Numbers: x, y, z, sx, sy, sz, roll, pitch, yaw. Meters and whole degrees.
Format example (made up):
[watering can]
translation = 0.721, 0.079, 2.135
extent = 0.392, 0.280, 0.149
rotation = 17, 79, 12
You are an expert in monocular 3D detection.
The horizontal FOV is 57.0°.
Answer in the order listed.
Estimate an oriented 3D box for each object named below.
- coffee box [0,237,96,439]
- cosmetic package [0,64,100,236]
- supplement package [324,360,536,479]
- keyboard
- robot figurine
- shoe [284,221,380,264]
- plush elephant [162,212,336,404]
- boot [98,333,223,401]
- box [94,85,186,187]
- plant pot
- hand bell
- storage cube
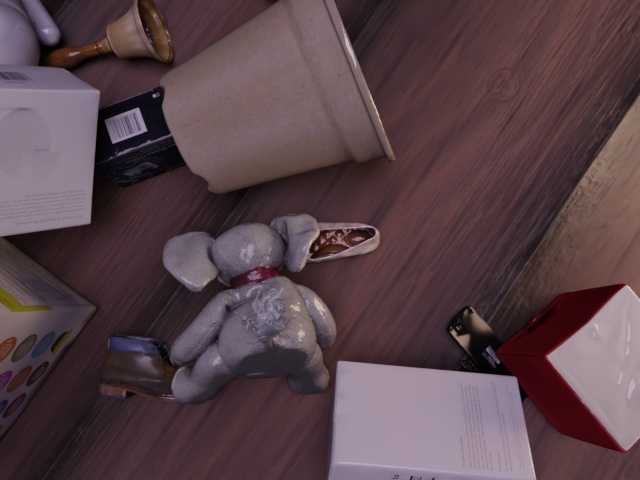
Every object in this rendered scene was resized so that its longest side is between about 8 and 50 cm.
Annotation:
[coffee box]
translation = -0.634, 0.145, 0.908
extent = 0.338, 0.334, 0.337
rotation = 35, 87, 5
[cosmetic package]
translation = -0.467, -0.134, 0.871
extent = 0.138, 0.224, 0.224
rotation = 32, 120, 36
[supplement package]
translation = 0.159, 0.323, 0.946
extent = 0.293, 0.175, 0.177
rotation = 6, 46, 0
[keyboard]
translation = 0.295, 0.219, 1.065
extent = 0.100, 0.038, 0.192
rotation = -38, 85, -27
[robot figurine]
translation = -0.611, -0.381, 1.006
extent = 0.300, 0.199, 0.353
rotation = -18, 69, -36
[shoe]
translation = 0.000, 0.000, 1.062
extent = 0.219, 0.058, 0.076
rotation = -7, 85, -1
[plush elephant]
translation = -0.112, 0.089, 0.959
extent = 0.272, 0.330, 0.255
rotation = -3, 55, -14
[boot]
translation = -0.278, 0.221, 1.031
extent = 0.220, 0.082, 0.106
rotation = 1, 88, 2
[box]
translation = -0.312, -0.174, 1.026
extent = 0.156, 0.158, 0.093
rotation = -21, 83, -1
[plant pot]
translation = -0.078, -0.232, 0.977
extent = 0.306, 0.334, 0.333
rotation = -21, 85, 10
[hand bell]
translation = -0.410, -0.352, 1.083
extent = 0.242, 0.126, 0.126
rotation = -15, 85, 10
[storage cube]
translation = 0.448, 0.204, 0.971
extent = 0.184, 0.193, 0.215
rotation = -38, 85, -10
